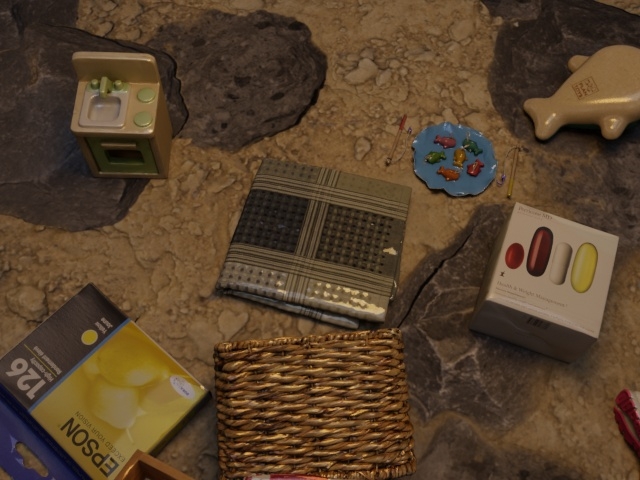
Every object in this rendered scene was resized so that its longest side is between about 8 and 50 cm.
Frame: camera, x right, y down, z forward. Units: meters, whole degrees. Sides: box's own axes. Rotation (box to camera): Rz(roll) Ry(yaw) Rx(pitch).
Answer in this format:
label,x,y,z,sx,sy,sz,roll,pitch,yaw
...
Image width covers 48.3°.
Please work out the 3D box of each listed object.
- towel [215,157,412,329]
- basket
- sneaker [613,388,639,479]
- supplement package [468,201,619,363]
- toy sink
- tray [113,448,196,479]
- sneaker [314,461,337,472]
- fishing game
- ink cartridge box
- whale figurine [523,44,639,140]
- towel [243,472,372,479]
label,x,y,z,sx,sy,sz,roll,pitch,yaw
towel,0.000,0.000,1.359,0.324,0.056,0.312,12,60,6
basket,-0.016,0.262,1.135,0.299,0.213,0.223,-5,81,-6
sneaker,0.580,0.358,1.163,0.111,0.103,0.252,-7,64,-5
supplement package,0.396,0.077,1.274,0.194,0.149,0.203,19,64,7
toy sink,-0.375,-0.225,1.347,0.152,0.234,0.131,1,62,-3
tray,-0.284,0.502,0.944,0.202,0.076,0.411,20,49,21
sneaker,-0.054,0.442,1.052,0.108,0.121,0.302,39,58,2
fishing game,0.274,-0.174,1.461,0.264,0.041,0.189,19,61,7
ink cartridge box,-0.396,0.269,1.184,0.303,0.072,0.307,38,65,15
whale figurine,0.574,-0.290,1.503,0.272,0.141,0.216,-24,63,13
towel,0.050,0.439,0.944,0.328,0.037,0.237,4,63,1
